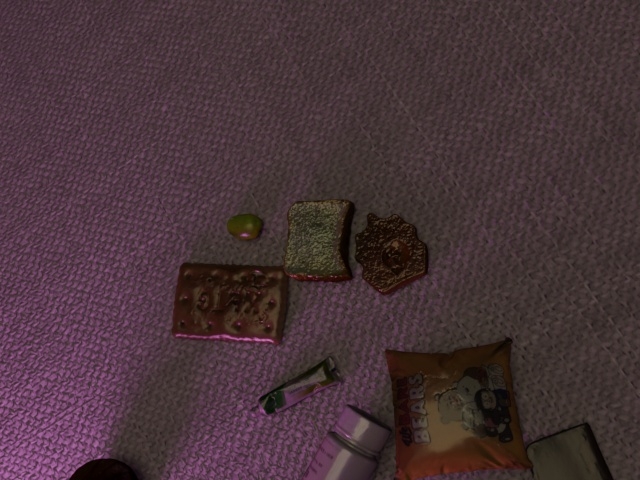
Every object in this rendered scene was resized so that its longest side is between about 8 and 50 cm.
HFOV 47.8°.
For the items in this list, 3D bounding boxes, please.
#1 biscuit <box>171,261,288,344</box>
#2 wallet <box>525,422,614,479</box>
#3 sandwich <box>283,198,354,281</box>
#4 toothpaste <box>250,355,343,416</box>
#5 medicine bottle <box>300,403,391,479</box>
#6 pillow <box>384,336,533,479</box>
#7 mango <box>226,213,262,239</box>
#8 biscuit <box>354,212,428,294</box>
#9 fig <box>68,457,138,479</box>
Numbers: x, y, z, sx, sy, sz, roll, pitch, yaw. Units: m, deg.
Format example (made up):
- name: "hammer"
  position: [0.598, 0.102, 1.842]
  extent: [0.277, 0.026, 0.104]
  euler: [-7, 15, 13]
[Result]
- name: "biscuit"
  position: [-0.244, 0.165, 1.933]
  extent: [0.325, 0.044, 0.217]
  euler: [2, 76, 17]
- name: "wallet"
  position: [0.579, 0.575, 1.589]
  extent: [0.165, 0.042, 0.309]
  euler: [-24, 71, 8]
- name: "sandwich"
  position: [0.000, 0.000, 1.890]
  extent: [0.186, 0.065, 0.214]
  euler: [1, 76, 17]
- name: "toothpaste"
  position: [-0.066, 0.381, 1.827]
  extent: [0.248, 0.047, 0.078]
  euler: [-29, 75, 5]
- name: "medicine bottle"
  position: [0.056, 0.525, 1.701]
  extent: [0.144, 0.144, 0.252]
  euler: [30, 89, 21]
- name: "pillow"
  position: [0.310, 0.389, 1.667]
  extent: [0.312, 0.119, 0.310]
  euler: [-7, 71, 8]
- name: "mango"
  position: [-0.209, -0.039, 1.968]
  extent: [0.108, 0.056, 0.073]
  euler: [10, 75, 31]
- name: "biscuit"
  position: [0.173, 0.021, 1.850]
  extent: [0.182, 0.034, 0.215]
  euler: [-28, 68, 7]
- name: "fig"
  position: [-0.556, 0.645, 1.794]
  extent: [0.186, 0.249, 0.203]
  euler: [-19, 73, 0]
